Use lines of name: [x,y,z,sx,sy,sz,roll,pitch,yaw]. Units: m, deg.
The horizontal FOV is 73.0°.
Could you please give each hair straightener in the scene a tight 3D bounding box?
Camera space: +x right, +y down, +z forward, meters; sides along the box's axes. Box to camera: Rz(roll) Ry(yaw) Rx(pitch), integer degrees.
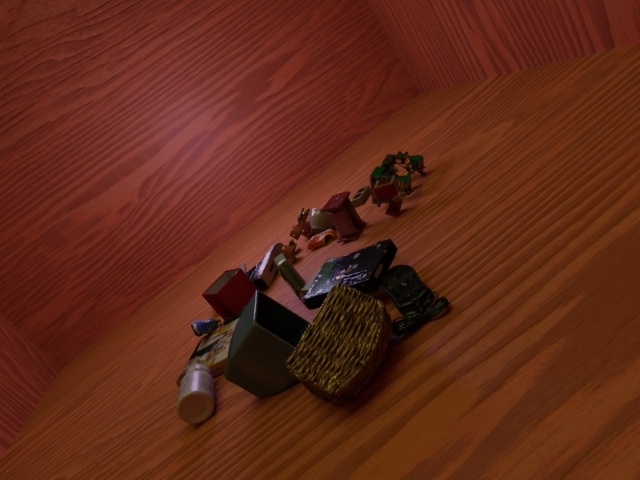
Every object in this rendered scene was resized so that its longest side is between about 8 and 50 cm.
hair straightener: [-0.416,0.369,2.059,0.230,0.089,0.047,-31,55,35]

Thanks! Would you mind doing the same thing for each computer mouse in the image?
computer mouse: [0.275,0.179,1.348,0.188,0.072,0.272,-32,31,7]

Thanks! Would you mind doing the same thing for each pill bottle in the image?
pill bottle: [-0.466,0.568,1.630,0.131,0.131,0.229,-38,18,-2]

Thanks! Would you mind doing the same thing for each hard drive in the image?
hard drive: [0.105,0.129,1.589,0.339,0.064,0.237,-23,22,40]

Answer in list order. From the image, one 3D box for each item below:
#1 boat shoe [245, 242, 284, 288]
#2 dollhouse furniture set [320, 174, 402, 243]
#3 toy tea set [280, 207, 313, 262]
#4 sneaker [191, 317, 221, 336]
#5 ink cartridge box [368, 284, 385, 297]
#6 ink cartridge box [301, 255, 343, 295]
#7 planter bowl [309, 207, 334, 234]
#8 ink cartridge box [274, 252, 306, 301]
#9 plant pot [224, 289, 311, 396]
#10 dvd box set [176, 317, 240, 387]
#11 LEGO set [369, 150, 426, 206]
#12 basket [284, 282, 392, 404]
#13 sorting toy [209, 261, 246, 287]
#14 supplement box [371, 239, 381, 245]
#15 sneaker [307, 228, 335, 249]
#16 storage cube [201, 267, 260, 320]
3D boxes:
boat shoe: [-0.314,0.140,2.383,0.158,0.127,0.340,-17,27,29]
dollhouse furniture set: [0.211,-0.137,2.028,0.374,0.201,0.152,-13,28,37]
toy tea set: [-0.108,-0.010,2.420,0.200,0.124,0.336,102,-170,-66]
sneaker: [-0.545,0.403,2.060,0.081,0.080,0.211,-30,-8,7]
ink cartridge box: [0.179,0.163,1.562,0.135,0.056,0.099,-28,20,26]
ink cartridge box: [0.023,0.161,1.838,0.109,0.062,0.209,-12,30,51]
planter bowl: [0.006,-0.093,2.367,0.162,0.162,0.109,-14,55,50]
ink cartridge box: [-0.127,0.162,1.933,0.056,0.171,0.235,-37,19,-3]
plant pot: [-0.192,0.370,1.460,0.252,0.247,0.248,-51,16,11]
dvd box set: [-0.410,0.461,1.892,0.420,0.062,0.308,-29,19,22]
LEGO set: [0.389,-0.291,2.182,0.254,0.192,0.331,5,39,19]
basket: [0.083,0.315,1.240,0.213,0.223,0.299,20,64,29]
sorting toy: [-0.519,0.269,2.512,0.255,0.089,0.257,-37,18,-1]
supplement box: [0.238,0.044,1.745,0.043,0.055,0.083,-32,18,18]
sneaker: [0.000,0.000,2.272,0.175,0.064,0.067,-33,29,21]
storage cube: [-0.445,0.276,2.197,0.183,0.193,0.215,-13,29,51]
